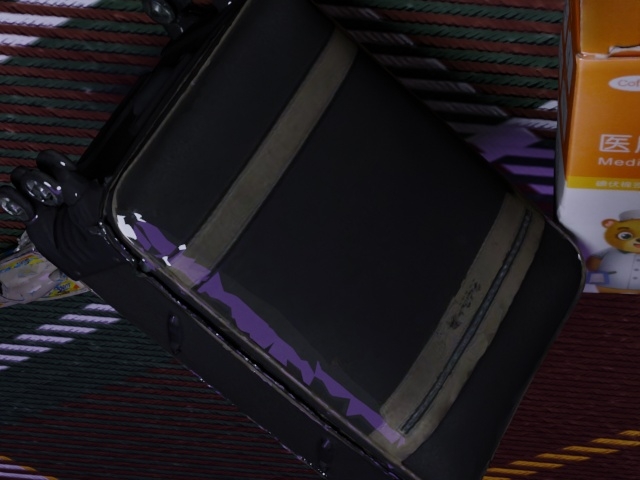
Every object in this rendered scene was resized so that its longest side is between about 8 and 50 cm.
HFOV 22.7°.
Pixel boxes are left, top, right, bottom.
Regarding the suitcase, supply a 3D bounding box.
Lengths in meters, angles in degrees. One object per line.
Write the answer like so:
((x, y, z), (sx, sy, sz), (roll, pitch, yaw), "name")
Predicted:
((0.000, 0.000, 1.244), (0.434, 0.283, 0.194), (42, 153, -19), "suitcase")

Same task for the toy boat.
((-0.324, 0.042, 1.663), (0.210, 0.066, 0.084), (-21, 139, 38), "toy boat")

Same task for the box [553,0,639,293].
((0.301, -0.098, 1.263), (0.225, 0.143, 0.341), (2, 147, 6), "box")
